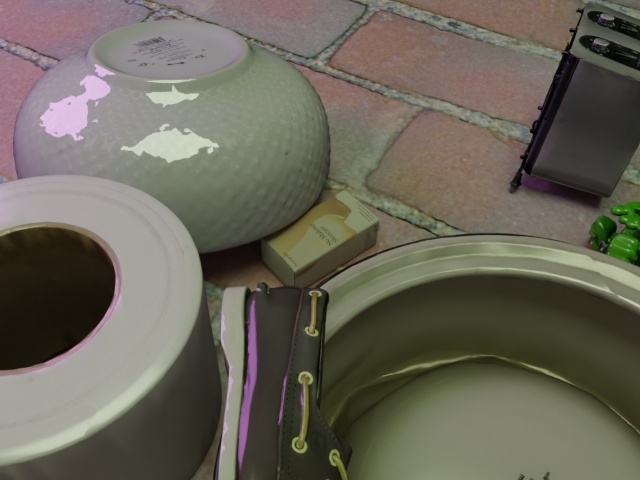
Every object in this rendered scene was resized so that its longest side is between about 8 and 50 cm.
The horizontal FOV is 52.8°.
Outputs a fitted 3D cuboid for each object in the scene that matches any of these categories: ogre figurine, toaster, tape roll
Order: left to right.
[{"bbox_3d":[-0.205,0.090,0.504,0.246,0.169,0.246,2,49,-2],"label":"tape roll"},{"bbox_3d":[0.312,-0.155,0.745,0.110,0.186,0.168,22,44,13],"label":"toaster"},{"bbox_3d":[0.325,-0.007,0.644,0.096,0.118,0.197,16,48,17],"label":"ogre figurine"}]

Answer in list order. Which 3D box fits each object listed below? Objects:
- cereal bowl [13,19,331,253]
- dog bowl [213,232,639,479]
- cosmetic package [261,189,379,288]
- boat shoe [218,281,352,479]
[{"bbox_3d":[-0.154,-0.138,0.688,0.338,0.141,0.339,2,39,-2],"label":"cereal bowl"},{"bbox_3d":[0.136,0.193,0.441,0.407,0.150,0.408,1,48,-2],"label":"dog bowl"},{"bbox_3d":[0.000,0.000,0.675,0.115,0.041,0.060,-32,58,-27],"label":"cosmetic package"},{"bbox_3d":[-0.017,0.113,0.351,0.068,0.081,0.228,-6,46,-2],"label":"boat shoe"}]
